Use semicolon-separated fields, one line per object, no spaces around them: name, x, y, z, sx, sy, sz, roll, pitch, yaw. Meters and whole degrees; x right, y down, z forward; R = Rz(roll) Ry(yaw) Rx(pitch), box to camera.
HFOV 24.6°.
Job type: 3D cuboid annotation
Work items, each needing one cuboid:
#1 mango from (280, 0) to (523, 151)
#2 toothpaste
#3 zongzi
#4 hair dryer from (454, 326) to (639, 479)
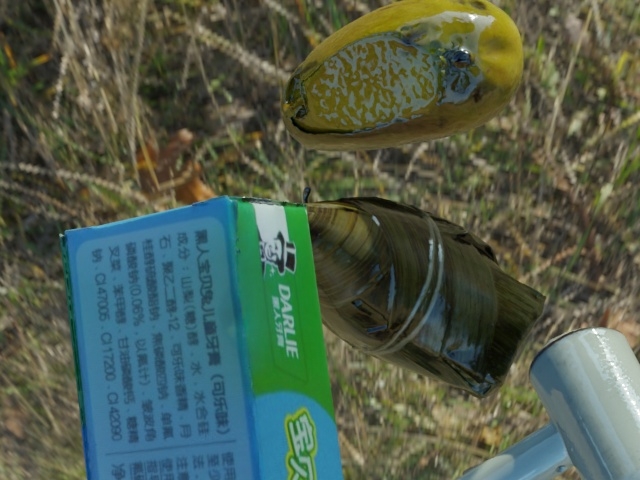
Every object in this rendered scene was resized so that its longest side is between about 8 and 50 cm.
mango;0.069;-0.150;1.376;0.261;0.167;0.130;-13;87;32
toothpaste;-0.023;0.123;0.435;0.065;0.050;0.267;-11;83;32
zongzi;0.000;0.000;1.034;0.247;0.241;0.111;24;83;55
hair dryer;0.125;0.168;0.984;0.236;0.073;0.131;-31;47;12
